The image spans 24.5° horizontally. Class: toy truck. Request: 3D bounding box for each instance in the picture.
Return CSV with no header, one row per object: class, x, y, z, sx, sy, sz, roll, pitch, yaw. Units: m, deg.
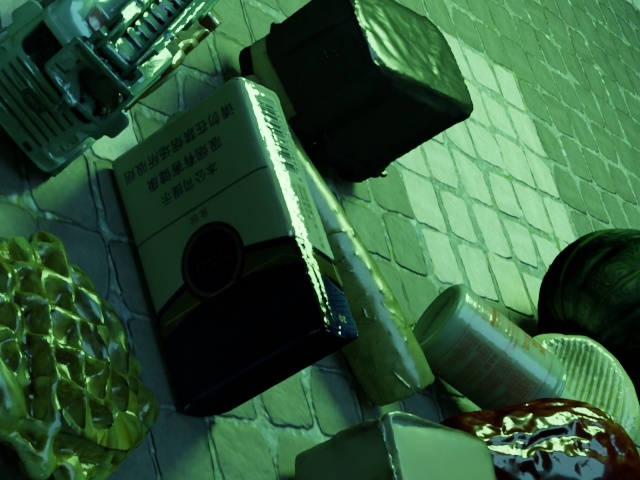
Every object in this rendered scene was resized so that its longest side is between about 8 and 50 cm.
toy truck,-0.180,-0.185,1.313,0.133,0.184,0.338,51,28,-11

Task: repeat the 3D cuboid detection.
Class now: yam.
yam,0.000,0.000,1.534,0.372,0.083,0.083,61,28,3

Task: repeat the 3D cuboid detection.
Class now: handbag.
handbag,0.033,-0.180,1.657,0.254,0.181,0.181,14,50,-56

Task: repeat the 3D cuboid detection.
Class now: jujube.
jujube,0.218,0.252,1.538,0.255,0.190,0.190,18,46,-30

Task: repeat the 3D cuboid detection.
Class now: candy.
candy,0.083,0.265,1.342,0.195,0.137,0.185,22,44,-46

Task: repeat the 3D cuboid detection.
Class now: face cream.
face cream,0.222,0.159,1.660,0.251,0.101,0.101,37,32,-11

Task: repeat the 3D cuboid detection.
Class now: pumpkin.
pumpkin,0.380,0.112,1.896,0.216,0.250,0.250,-28,86,-27

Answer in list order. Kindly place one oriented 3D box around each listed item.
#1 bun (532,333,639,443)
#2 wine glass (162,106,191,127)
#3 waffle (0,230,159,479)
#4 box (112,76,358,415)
bun,0.290,0.204,1.778,0.183,0.102,0.183,8,58,-13
wine glass,-0.092,-0.033,1.416,0.079,0.079,0.195,10,55,-55
waffle,-0.204,0.085,1.128,0.204,0.054,0.223,55,21,-4
box,-0.080,0.007,1.304,0.071,0.168,0.259,19,46,-53
